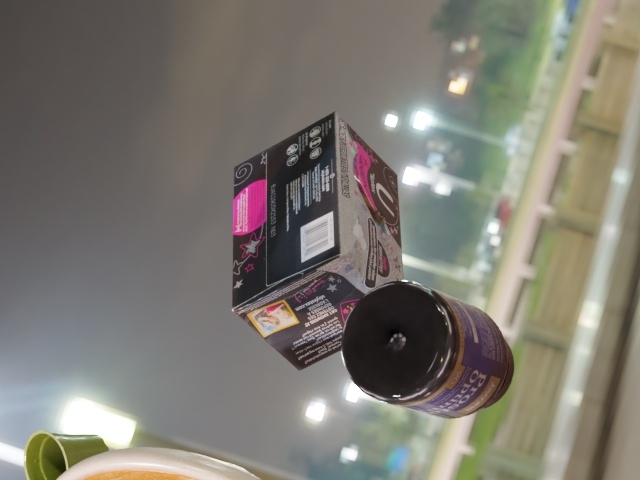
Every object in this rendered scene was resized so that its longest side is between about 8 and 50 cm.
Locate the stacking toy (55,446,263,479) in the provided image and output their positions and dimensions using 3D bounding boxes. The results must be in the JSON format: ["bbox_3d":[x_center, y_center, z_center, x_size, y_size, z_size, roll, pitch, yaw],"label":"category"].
[{"bbox_3d":[-0.197,0.484,1.870,0.350,0.350,0.480,103,-173,-46],"label":"stacking toy"}]

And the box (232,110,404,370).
[{"bbox_3d":[0.000,0.000,2.167,0.142,0.163,0.247,44,-150,-37],"label":"box"}]

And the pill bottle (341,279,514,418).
[{"bbox_3d":[0.117,0.115,1.841,0.219,0.123,0.123,23,-96,-62],"label":"pill bottle"}]

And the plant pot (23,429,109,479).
[{"bbox_3d":[-0.292,0.259,2.144,0.079,0.083,0.083,-6,-60,-46],"label":"plant pot"}]
